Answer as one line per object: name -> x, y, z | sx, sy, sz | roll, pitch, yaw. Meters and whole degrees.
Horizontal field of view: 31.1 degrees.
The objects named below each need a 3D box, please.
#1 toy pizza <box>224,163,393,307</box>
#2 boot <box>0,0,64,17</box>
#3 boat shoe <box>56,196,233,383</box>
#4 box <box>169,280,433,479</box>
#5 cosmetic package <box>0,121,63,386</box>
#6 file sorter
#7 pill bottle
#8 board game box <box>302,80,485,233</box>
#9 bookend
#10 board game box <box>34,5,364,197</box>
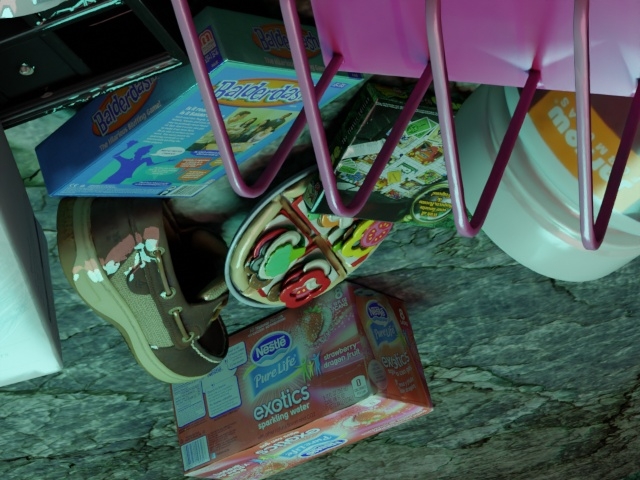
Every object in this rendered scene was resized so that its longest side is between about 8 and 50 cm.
toy pizza -> 0.000, 0.000, 1.120 | 0.201, 0.032, 0.201 | -25, 147, -18
boot -> -0.261, -0.192, 0.624 | 0.258, 0.095, 0.123 | 3, 118, 11
boat shoe -> -0.138, 0.047, 1.141 | 0.123, 0.123, 0.342 | -15, 149, 8
box -> -0.031, 0.184, 1.444 | 0.300, 0.154, 0.142 | -28, 152, 27
cosmetic package -> -0.298, -0.007, 0.701 | 0.224, 0.138, 0.225 | -15, 136, -7
file sorter -> 0.091, -0.118, 0.609 | 0.290, 0.182, 0.202 | 9, 138, 23
pill bottle -> 0.270, -0.138, 0.805 | 0.224, 0.224, 0.392 | 2, 151, -29
board game box -> 0.121, -0.069, 1.070 | 0.259, 0.030, 0.136 | 6, 128, -34
bookend -> -0.187, -0.155, 0.734 | 0.156, 0.072, 0.157 | -17, 155, 11
board game box -> -0.094, -0.098, 0.892 | 0.210, 0.047, 0.160 | -30, 163, 34
